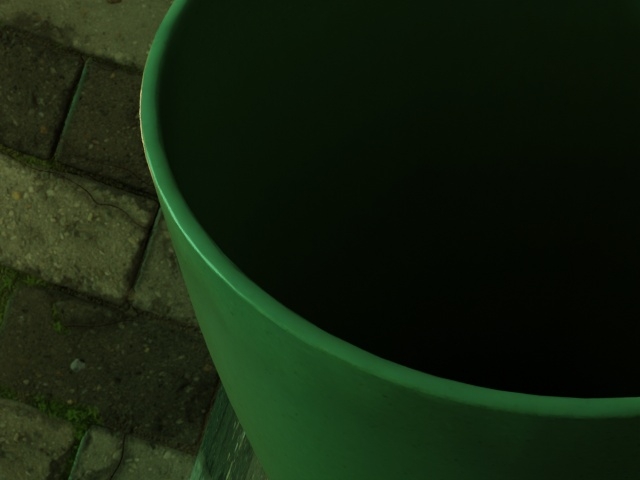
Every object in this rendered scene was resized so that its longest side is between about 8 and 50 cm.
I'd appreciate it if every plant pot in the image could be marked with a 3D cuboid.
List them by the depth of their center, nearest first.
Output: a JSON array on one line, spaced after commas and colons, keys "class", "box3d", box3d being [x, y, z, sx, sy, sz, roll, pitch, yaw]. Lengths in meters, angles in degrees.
[{"class": "plant pot", "box3d": [0.072, 0.042, 0.550, 0.274, 0.256, 0.256, 90, -170, -47]}]
